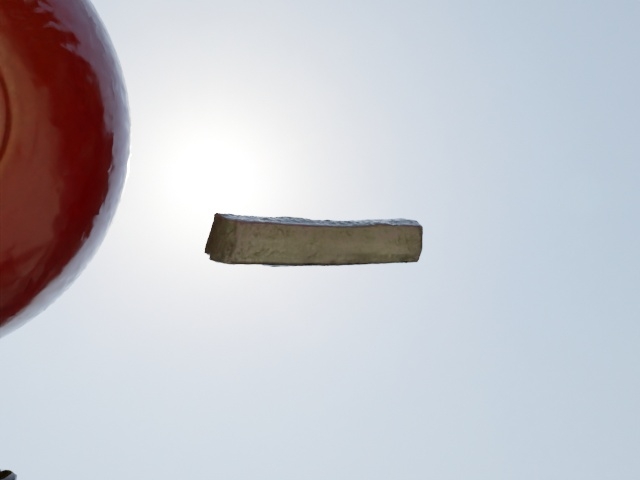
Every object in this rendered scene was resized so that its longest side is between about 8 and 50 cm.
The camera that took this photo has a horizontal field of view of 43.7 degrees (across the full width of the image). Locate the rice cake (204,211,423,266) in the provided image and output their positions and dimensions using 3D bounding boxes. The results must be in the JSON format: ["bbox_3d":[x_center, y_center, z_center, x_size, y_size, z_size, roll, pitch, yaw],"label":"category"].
[{"bbox_3d":[0.000,0.000,0.685,0.206,0.036,0.047,-1,-86,-30],"label":"rice cake"}]

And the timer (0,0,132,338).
[{"bbox_3d":[-0.336,-0.089,0.616,0.377,0.279,0.378,-1,-88,-28],"label":"timer"}]

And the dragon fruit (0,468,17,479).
[{"bbox_3d":[-0.154,0.186,0.246,0.302,0.330,0.240,37,-110,-33],"label":"dragon fruit"}]
